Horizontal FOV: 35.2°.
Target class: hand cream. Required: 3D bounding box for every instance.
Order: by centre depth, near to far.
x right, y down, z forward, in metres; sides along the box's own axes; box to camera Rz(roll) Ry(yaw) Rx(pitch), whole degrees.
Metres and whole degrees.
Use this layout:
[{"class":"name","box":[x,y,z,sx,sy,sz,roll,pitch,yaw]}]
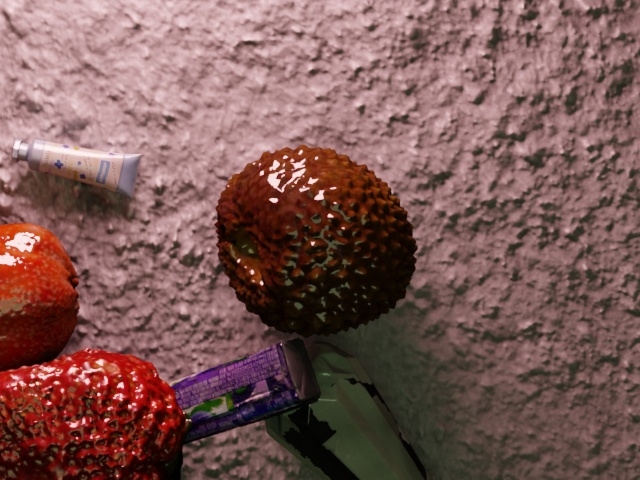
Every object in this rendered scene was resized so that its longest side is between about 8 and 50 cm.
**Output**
[{"class":"hand cream","box":[-0.338,-0.106,1.396,0.170,0.043,0.065,12,95,-12]}]

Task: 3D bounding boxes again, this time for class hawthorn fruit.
[{"class":"hawthorn fruit","box":[-0.446,0.079,1.322,0.253,0.205,0.205,-4,96,-14]}]

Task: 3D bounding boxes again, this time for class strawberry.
[{"class":"strawberry","box":[-0.313,0.269,1.286,0.261,0.257,0.261,0,90,20]}]

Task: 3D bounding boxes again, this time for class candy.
[{"class":"candy","box":[-0.143,0.217,1.362,0.312,0.061,0.088,-22,80,30]}]

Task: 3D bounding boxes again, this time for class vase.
[{"class":"vase","box":[0.069,0.314,1.434,0.165,0.165,0.360,-40,102,-1]}]

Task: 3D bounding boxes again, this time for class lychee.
[{"class":"lychee","box":[0.000,0.000,1.351,0.267,0.267,0.268,-1,96,-7]}]
